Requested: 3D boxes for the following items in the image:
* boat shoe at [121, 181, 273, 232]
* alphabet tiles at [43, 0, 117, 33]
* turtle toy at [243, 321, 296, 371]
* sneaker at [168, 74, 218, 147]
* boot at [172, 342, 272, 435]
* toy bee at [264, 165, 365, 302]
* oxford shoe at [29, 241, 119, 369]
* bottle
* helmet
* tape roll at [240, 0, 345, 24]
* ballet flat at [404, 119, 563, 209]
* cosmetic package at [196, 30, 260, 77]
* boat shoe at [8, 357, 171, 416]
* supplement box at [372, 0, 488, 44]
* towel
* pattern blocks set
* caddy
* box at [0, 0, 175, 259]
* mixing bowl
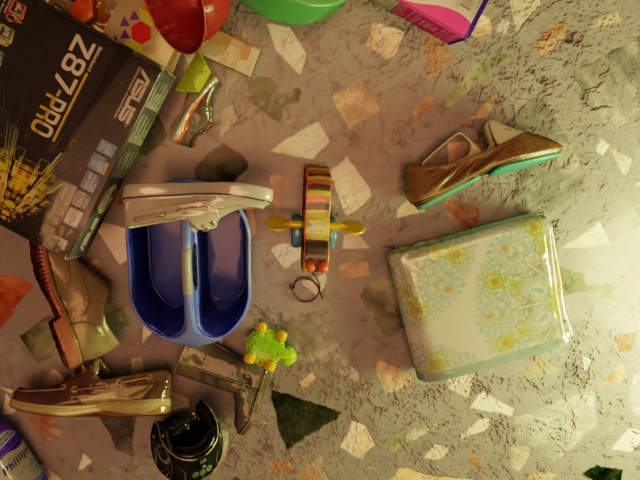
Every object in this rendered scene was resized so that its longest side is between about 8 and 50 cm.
[{"bbox_3d":[-0.218,-0.057,0.965,0.267,0.096,0.088,-1,88,-9],"label":"boat shoe"},{"bbox_3d":[-0.567,-0.440,1.035,0.285,0.011,0.343,34,99,-11],"label":"alphabet tiles"},{"bbox_3d":[-0.113,0.245,1.210,0.130,0.066,0.095,24,74,-9],"label":"turtle toy"},{"bbox_3d":[-0.245,-0.259,1.092,0.064,0.061,0.158,28,102,-38],"label":"sneaker"},{"bbox_3d":[-0.232,0.325,1.217,0.208,0.076,0.190,20,87,-16],"label":"boot"},{"bbox_3d":[0.000,0.000,1.114,0.195,0.162,0.299,-18,105,-2],"label":"toy bee"},{"bbox_3d":[-0.520,0.084,1.134,0.130,0.123,0.349,-16,101,-33],"label":"oxford shoe"},{"bbox_3d":[-0.717,0.472,1.190,0.092,0.118,0.283,-21,104,10],"label":"bottle"},{"bbox_3d":[-0.295,0.448,1.191,0.169,0.170,0.162,13,138,-8],"label":"helmet"},{"bbox_3d":[-0.061,-0.544,0.930,0.321,0.077,0.322,5,80,-33],"label":"tape roll"},{"bbox_3d":[0.333,-0.177,1.138,0.342,0.116,0.124,-21,85,4],"label":"ballet flat"},{"bbox_3d":[-0.181,-0.374,1.067,0.115,0.041,0.060,20,102,-9],"label":"cosmetic package"},{"bbox_3d":[-0.498,0.323,1.187,0.341,0.123,0.123,0,74,0],"label":"boat shoe"},{"bbox_3d":[0.201,-0.483,1.036,0.219,0.114,0.111,25,101,-11],"label":"supplement box"},{"bbox_3d":[0.363,0.128,1.216,0.374,0.090,0.321,-15,101,-1],"label":"towel"},{"bbox_3d":[-0.342,-0.381,1.034,0.285,0.026,0.325,39,97,-3],"label":"pattern blocks set"},{"bbox_3d":[-0.260,0.041,1.092,0.241,0.179,0.342,-1,104,-6],"label":"caddy"},{"bbox_3d":[-0.502,-0.210,0.994,0.318,0.097,0.395,29,93,-3],"label":"box"},{"bbox_3d":[-0.222,-0.430,0.941,0.098,0.181,0.182,-35,107,-34],"label":"mixing bowl"}]
